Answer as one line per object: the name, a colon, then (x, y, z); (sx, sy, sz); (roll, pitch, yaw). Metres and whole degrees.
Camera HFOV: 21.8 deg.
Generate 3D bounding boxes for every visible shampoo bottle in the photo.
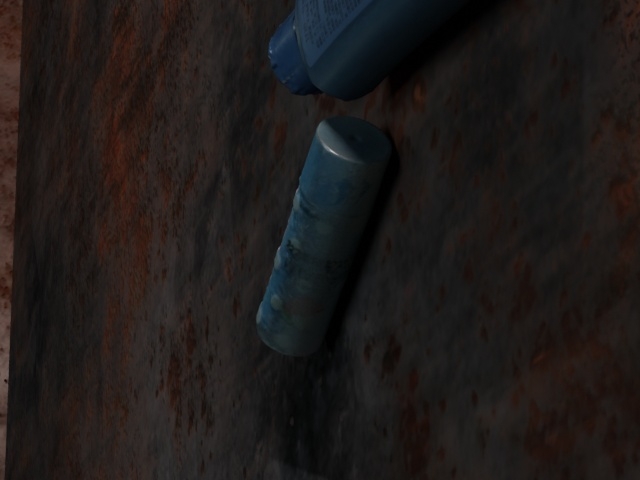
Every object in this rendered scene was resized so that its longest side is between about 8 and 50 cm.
shampoo bottle: (0.031, -0.146, 0.939); (0.258, 0.061, 0.104); (145, 127, -66)

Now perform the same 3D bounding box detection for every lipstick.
lipstick: (0.000, 0.000, 1.015); (0.048, 0.048, 0.158); (-106, 27, -48)
